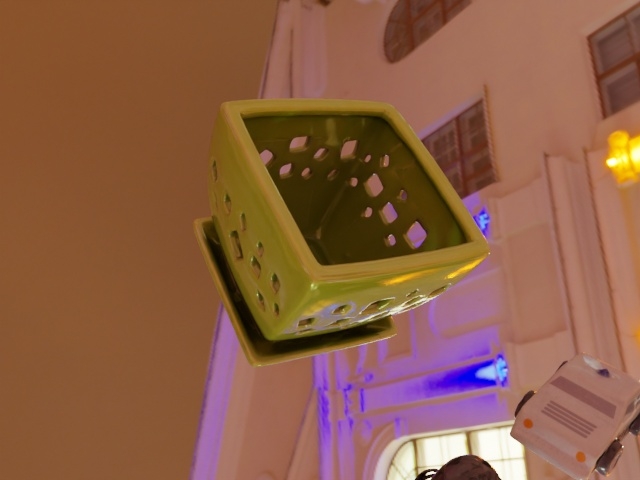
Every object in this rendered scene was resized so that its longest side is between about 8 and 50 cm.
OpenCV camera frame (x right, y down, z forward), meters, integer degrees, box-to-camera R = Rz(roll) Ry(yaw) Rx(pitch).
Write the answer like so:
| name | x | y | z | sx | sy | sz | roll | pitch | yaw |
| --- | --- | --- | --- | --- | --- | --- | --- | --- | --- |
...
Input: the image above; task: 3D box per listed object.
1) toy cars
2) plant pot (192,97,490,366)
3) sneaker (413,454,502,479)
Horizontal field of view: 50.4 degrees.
| name | x | y | z | sx | sy | sz | roll | pitch | yaw |
| --- | --- | --- | --- | --- | --- | --- | --- | --- | --- |
| toy cars | 0.376 | 0.167 | 0.700 | 0.393 | 0.087 | 0.176 | 7 | -156 | -10 |
| plant pot | 0.000 | 0.000 | 0.732 | 0.227 | 0.207 | 0.228 | -7 | -125 | -34 |
| sneaker | 0.114 | 0.269 | 0.661 | 0.100 | 0.271 | 0.108 | -20 | -128 | -12 |
